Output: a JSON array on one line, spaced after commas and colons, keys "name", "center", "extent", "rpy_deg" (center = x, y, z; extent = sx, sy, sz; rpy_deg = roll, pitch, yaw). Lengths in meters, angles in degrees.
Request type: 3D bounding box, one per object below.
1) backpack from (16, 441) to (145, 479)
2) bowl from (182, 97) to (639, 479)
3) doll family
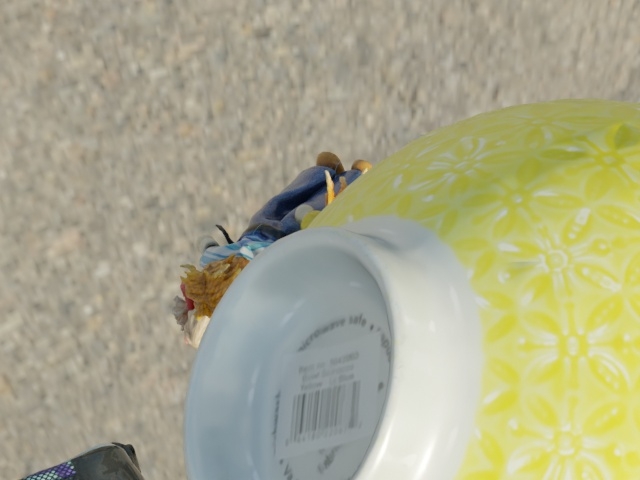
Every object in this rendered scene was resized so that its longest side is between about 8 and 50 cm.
[{"name": "backpack", "center": [-0.196, 0.258, 1.130], "extent": [0.253, 0.225, 0.191], "rpy_deg": [-17, 53, -9]}, {"name": "bowl", "center": [0.045, 0.069, 0.704], "extent": [0.156, 0.289, 0.289], "rpy_deg": [20, 61, -36]}, {"name": "doll family", "center": [0.000, 0.000, 1.204], "extent": [0.263, 0.118, 0.163], "rpy_deg": [-3, 30, 38]}]
